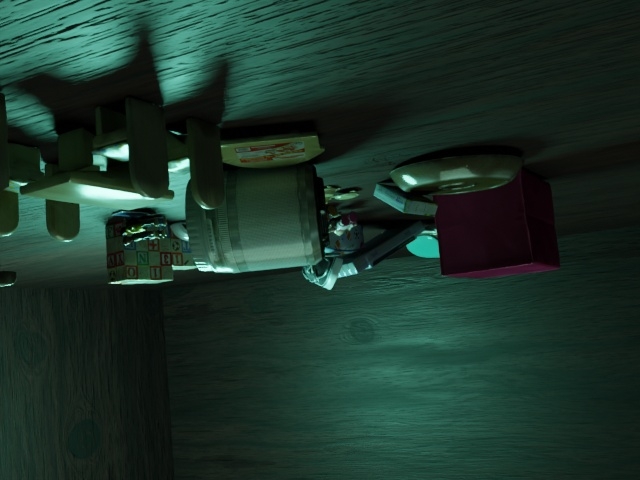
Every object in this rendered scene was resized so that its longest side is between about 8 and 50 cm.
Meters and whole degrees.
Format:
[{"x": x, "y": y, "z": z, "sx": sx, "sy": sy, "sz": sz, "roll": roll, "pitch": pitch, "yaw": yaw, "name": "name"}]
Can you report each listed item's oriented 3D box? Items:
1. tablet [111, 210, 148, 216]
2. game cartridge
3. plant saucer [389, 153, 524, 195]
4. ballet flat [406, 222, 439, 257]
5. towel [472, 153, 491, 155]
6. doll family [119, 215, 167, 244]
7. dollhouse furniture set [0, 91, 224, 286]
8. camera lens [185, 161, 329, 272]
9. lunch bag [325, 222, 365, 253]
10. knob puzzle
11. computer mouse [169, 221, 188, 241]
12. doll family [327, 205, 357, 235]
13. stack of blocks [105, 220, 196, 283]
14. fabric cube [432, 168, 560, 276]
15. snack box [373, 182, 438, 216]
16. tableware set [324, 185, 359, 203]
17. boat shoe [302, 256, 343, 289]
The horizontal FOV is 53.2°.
[{"x": -0.505, "y": -0.071, "z": 1.696, "sx": 0.054, "sy": 0.006, "sz": 0.083, "roll": -12, "pitch": 171, "yaw": 38, "name": "tablet"}, {"x": 0.197, "y": 0.039, "z": 2.345, "sx": 0.355, "sy": 0.068, "sz": 0.230, "roll": -30, "pitch": -170, "yaw": -31, "name": "game cartridge"}, {"x": 0.320, "y": -0.148, "z": 1.505, "sx": 0.311, "sy": 0.050, "sz": 0.310, "roll": -5, "pitch": 176, "yaw": 0, "name": "plant saucer"}, {"x": 0.472, "y": -0.025, "z": 2.347, "sx": 0.139, "sy": 0.139, "sz": 0.400, "roll": -2, "pitch": 172, "yaw": -26, "name": "ballet flat"}, {"x": 0.350, "y": -0.184, "z": 1.463, "sx": 0.060, "sy": 0.009, "sz": 0.083, "roll": -3, "pitch": 173, "yaw": -24, "name": "towel"}, {"x": -0.486, "y": -0.028, "z": 1.735, "sx": 0.112, "sy": 0.075, "sz": 0.193, "roll": -14, "pitch": 179, "yaw": 1, "name": "doll family"}, {"x": -0.400, "y": -0.050, "z": 0.969, "sx": 0.362, "sy": 0.256, "sz": 0.394, "roll": -9, "pitch": 172, "yaw": 29, "name": "dollhouse furniture set"}, {"x": -0.124, "y": -0.047, "z": 1.337, "sx": 0.275, "sy": 0.219, "sz": 0.219, "roll": -6, "pitch": 173, "yaw": 1, "name": "camera lens"}, {"x": 0.000, "y": 0.000, "z": 2.230, "sx": 0.243, "sy": 0.114, "sz": 0.303, "roll": -7, "pitch": 174, "yaw": 31, "name": "lunch bag"}, {"x": -0.089, "y": -0.168, "z": 1.170, "sx": 0.213, "sy": 0.029, "sz": 0.213, "roll": -6, "pitch": 172, "yaw": -1, "name": "knob puzzle"}, {"x": -0.375, "y": -0.011, "z": 1.958, "sx": 0.193, "sy": 0.042, "sz": 0.106, "roll": 19, "pitch": 151, "yaw": -41, "name": "computer mouse"}, {"x": -0.020, "y": -0.049, "z": 1.935, "sx": 0.263, "sy": 0.118, "sz": 0.163, "roll": -22, "pitch": 172, "yaw": -20, "name": "doll family"}, {"x": -0.494, "y": 0.041, "z": 1.931, "sx": 0.087, "sy": 0.171, "sz": 0.297, "roll": -11, "pitch": 171, "yaw": 36, "name": "stack of blocks"}, {"x": 0.480, "y": -0.037, "z": 1.746, "sx": 0.254, "sy": 0.258, "sz": 0.258, "roll": -10, "pitch": 170, "yaw": 34, "name": "fabric cube"}, {"x": 0.213, "y": -0.103, "z": 1.601, "sx": 0.100, "sy": 0.037, "sz": 0.141, "roll": 6, "pitch": -162, "yaw": -30, "name": "snack box"}, {"x": 0.011, "y": -0.116, "z": 1.692, "sx": 0.169, "sy": 0.020, "sz": 0.141, "roll": -12, "pitch": 172, "yaw": 35, "name": "tableware set"}, {"x": -0.002, "y": 0.097, "z": 2.162, "sx": 0.102, "sy": 0.108, "sz": 0.301, "roll": 23, "pitch": 174, "yaw": -9, "name": "boat shoe"}]
